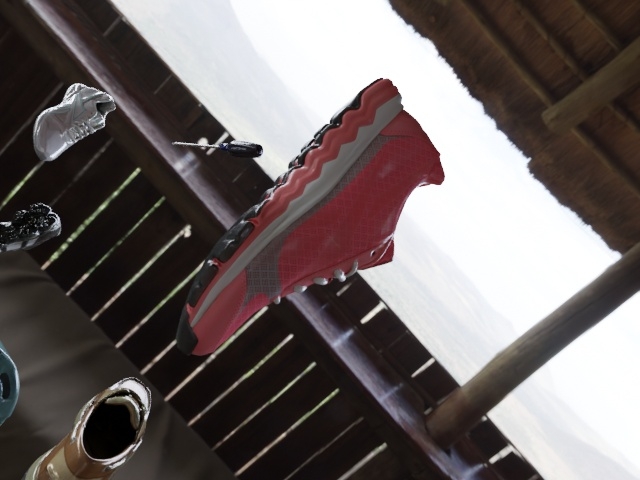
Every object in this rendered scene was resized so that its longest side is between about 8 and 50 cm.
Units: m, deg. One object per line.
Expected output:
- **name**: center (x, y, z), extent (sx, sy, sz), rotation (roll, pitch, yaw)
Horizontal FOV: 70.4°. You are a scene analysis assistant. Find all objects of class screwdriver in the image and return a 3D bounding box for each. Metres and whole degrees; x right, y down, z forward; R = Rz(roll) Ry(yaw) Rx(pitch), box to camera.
- **screwdriver**: center (-0.154, -0.138, 0.652), extent (0.170, 0.025, 0.024), rotation (15, 39, 26)

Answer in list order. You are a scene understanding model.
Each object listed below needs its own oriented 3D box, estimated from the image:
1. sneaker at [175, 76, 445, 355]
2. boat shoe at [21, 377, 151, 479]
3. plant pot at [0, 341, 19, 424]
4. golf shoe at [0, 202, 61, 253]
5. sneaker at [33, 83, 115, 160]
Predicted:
- **sneaker**: center (0.000, 0.000, 0.418), extent (0.136, 0.314, 0.116), rotation (42, -5, -12)
- **boat shoe**: center (-0.335, 0.306, 0.738), extent (0.122, 0.120, 0.324), rotation (43, 2, -9)
- **plant pot**: center (-0.797, 0.257, 0.897), extent (0.334, 0.341, 0.341), rotation (16, -12, 38)
- **golf shoe**: center (-0.596, 0.000, 0.860), extent (0.094, 0.198, 0.077), rotation (116, -46, -67)
- **sneaker**: center (-0.352, -0.171, 0.650), extent (0.061, 0.152, 0.053), rotation (12, -36, 3)
